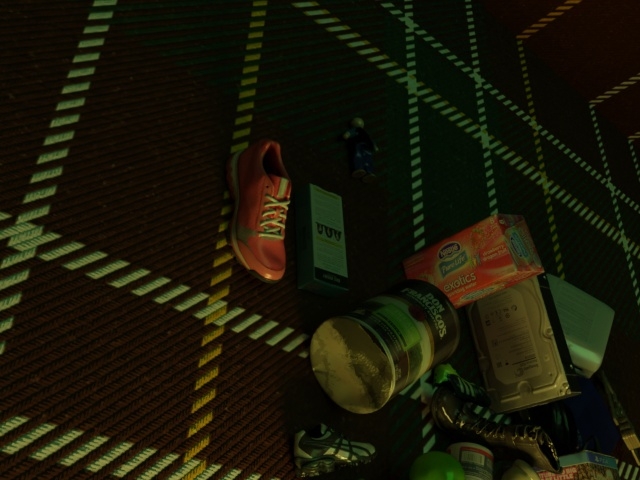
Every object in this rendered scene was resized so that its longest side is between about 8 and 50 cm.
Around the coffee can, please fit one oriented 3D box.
[{"bbox_3d":[0.140,0.214,1.398,0.275,0.202,0.201,-20,82,-49],"label":"coffee can"}]

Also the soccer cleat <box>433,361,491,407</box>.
[{"bbox_3d":[0.343,0.369,1.627,0.179,0.060,0.072,37,55,-16],"label":"soccer cleat"}]

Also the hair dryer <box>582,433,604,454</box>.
[{"bbox_3d":[0.716,0.633,1.700,0.293,0.080,0.223,44,35,-84],"label":"hair dryer"}]

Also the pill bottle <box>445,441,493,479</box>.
[{"bbox_3d":[0.320,0.545,1.452,0.108,0.108,0.180,38,45,-23],"label":"pill bottle"}]

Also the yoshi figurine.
[{"bbox_3d":[0.167,0.518,1.255,0.362,0.203,0.203,-24,78,-52],"label":"yoshi figurine"}]

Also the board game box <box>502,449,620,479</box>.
[{"bbox_3d":[0.579,0.663,1.548,0.141,0.232,0.290,23,52,-36],"label":"board game box"}]

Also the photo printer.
[{"bbox_3d":[0.719,0.255,1.965,0.256,0.107,0.307,30,39,12],"label":"photo printer"}]

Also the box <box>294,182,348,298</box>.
[{"bbox_3d":[0.000,0.000,1.493,0.101,0.060,0.244,21,53,-36],"label":"box"}]

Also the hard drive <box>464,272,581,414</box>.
[{"bbox_3d":[0.505,0.256,1.716,0.064,0.237,0.338,11,60,-41],"label":"hard drive"}]

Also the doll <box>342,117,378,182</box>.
[{"bbox_3d":[0.104,-0.249,1.760,0.129,0.046,0.188,21,54,-37],"label":"doll"}]

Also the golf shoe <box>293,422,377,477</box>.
[{"bbox_3d":[0.031,0.393,1.278,0.198,0.077,0.093,7,62,-44],"label":"golf shoe"}]

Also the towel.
[{"bbox_3d":[0.743,0.494,1.945,0.228,0.076,0.308,-27,87,-42],"label":"towel"}]

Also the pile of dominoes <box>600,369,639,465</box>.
[{"bbox_3d":[0.952,0.548,2.083,0.196,0.040,0.251,55,25,-18],"label":"pile of dominoes"}]

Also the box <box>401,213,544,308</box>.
[{"bbox_3d":[0.368,0.062,1.643,0.142,0.300,0.154,3,66,-45],"label":"box"}]

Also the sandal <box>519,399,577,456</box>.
[{"bbox_3d":[0.637,0.530,1.763,0.168,0.107,0.445,-11,77,-60],"label":"sandal"}]

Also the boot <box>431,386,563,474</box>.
[{"bbox_3d":[0.397,0.422,1.493,0.263,0.229,0.091,49,55,-20],"label":"boot"}]

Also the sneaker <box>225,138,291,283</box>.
[{"bbox_3d":[-0.116,-0.070,1.361,0.116,0.136,0.313,8,62,-41],"label":"sneaker"}]

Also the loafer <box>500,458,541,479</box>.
[{"bbox_3d":[0.423,0.596,1.480,0.092,0.102,0.268,-23,125,-22],"label":"loafer"}]
